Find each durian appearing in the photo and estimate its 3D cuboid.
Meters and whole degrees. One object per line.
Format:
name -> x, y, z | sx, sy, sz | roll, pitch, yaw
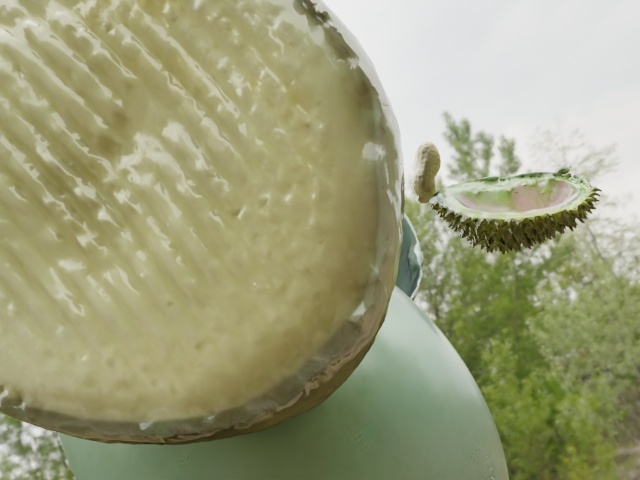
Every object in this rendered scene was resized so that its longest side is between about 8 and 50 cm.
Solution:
durian -> 0.262, -0.031, 1.026 | 0.221, 0.137, 0.095 | -17, -52, -10

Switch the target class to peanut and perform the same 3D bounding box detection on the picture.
peanut -> 0.139, -0.091, 1.048 | 0.037, 0.083, 0.037 | 9, 2, 0

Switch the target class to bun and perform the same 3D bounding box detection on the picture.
bun -> -0.094, -0.028, 0.441 | 0.287, 0.287, 0.146 | -23, -3, 0

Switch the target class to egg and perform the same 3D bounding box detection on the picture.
egg -> -0.037, 0.135, 0.595 | 0.276, 0.389, 0.276 | -46, -21, -24

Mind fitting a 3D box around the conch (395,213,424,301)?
conch -> 0.000, 0.000, 0.926 | 0.368, 0.249, 0.197 | -63, -9, -45
